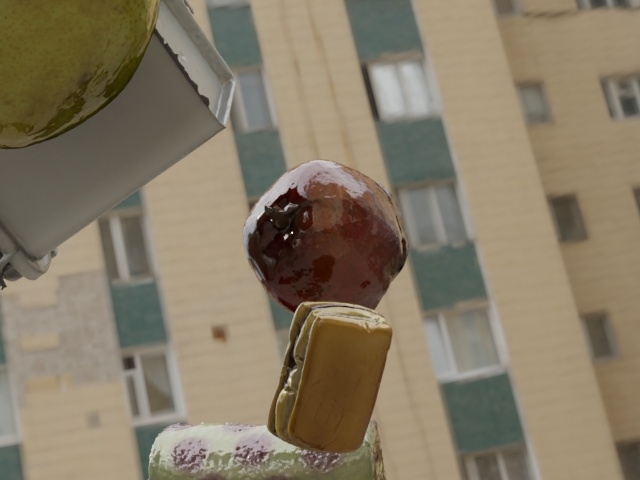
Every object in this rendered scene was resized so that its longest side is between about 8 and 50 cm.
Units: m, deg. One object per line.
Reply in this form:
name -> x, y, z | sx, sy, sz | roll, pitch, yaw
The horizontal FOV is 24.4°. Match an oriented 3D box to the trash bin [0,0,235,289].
trash bin -> -0.304, -0.139, 1.829 | 0.367, 0.256, 0.296 | -28, 22, 16

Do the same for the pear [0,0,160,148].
pear -> -0.312, -0.261, 1.577 | 0.303, 0.304, 0.304 | -12, -18, -4

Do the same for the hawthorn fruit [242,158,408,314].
hawthorn fruit -> 0.000, 0.000, 1.963 | 0.215, 0.215, 0.249 | -20, -25, 20

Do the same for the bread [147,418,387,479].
bread -> -0.071, 0.357, 2.135 | 0.338, 0.187, 0.155 | -4, 19, 15

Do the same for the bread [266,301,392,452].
bread -> 0.010, 0.171, 1.784 | 0.115, 0.077, 0.200 | 9, -67, -14
